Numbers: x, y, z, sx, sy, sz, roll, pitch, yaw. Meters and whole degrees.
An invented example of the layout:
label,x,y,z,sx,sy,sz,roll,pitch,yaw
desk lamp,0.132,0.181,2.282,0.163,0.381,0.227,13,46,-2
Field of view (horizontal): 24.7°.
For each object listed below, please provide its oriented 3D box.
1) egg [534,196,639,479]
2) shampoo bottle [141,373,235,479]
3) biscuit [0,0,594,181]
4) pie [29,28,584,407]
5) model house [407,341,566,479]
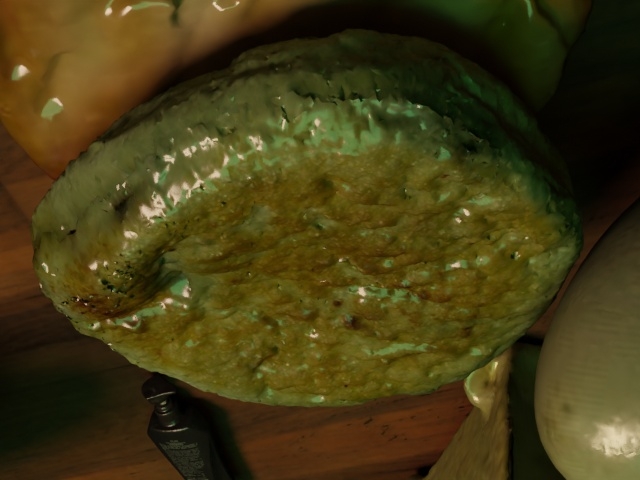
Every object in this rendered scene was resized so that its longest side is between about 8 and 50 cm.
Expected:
label,x,y,z,sx,sy,sz,roll,pitch,yaw
egg,0.241,0.051,0.757,0.295,0.218,0.218,-16,142,-23
shampoo bottle,-0.092,0.143,1.026,0.048,0.027,0.137,-4,137,19
biscuit,-0.021,-0.117,0.694,0.296,0.102,0.296,-5,144,-4
pie,0.000,0.000,0.723,0.277,0.078,0.277,-5,149,-3
model house,0.199,0.261,0.981,0.321,0.261,0.266,19,136,-12
